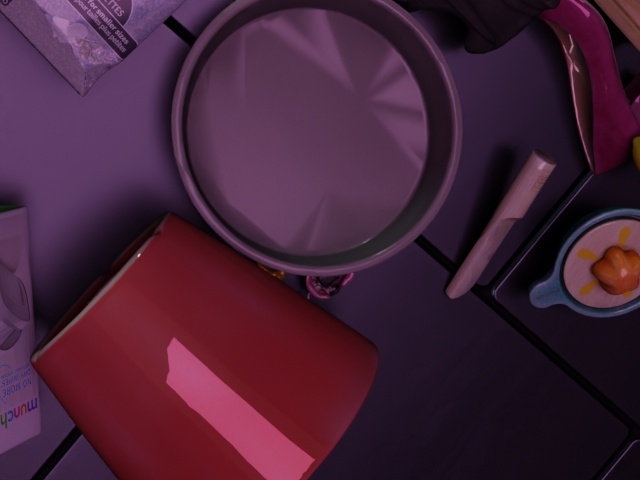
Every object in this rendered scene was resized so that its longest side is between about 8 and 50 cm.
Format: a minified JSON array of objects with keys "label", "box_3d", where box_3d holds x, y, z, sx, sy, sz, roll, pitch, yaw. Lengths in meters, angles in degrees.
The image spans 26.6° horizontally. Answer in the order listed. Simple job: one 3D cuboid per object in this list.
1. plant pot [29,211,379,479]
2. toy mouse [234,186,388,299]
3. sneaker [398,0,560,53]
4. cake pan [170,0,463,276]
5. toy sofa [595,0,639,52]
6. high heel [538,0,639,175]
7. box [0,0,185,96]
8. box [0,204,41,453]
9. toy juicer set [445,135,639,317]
[{"label":"plant pot","box_3d":[-0.121,0.122,1.285,0.243,0.275,0.275,43,88,-8]},{"label":"toy mouse","box_3d":[0.000,0.000,1.397,0.143,0.031,0.161,-20,104,-9]},{"label":"sneaker","box_3d":[0.098,-0.297,1.329,0.286,0.109,0.130,45,124,0]},{"label":"cake pan","box_3d":[-0.005,-0.111,1.343,0.293,0.054,0.293,0,90,-13]},{"label":"toy sofa","box_3d":[0.273,-0.361,1.354,0.150,0.177,0.362,-40,108,22]},{"label":"high heel","box_3d":[0.256,-0.182,1.410,0.244,0.082,0.117,41,98,-20]},{"label":"box","box_3d":[-0.252,-0.272,1.222,0.142,0.163,0.247,-44,106,-1]},{"label":"box","box_3d":[-0.380,0.098,1.202,0.126,0.262,0.231,3,100,23]},{"label":"toy juicer set","box_3d":[0.311,-0.011,1.409,0.329,0.089,0.209,1,122,-12]}]
